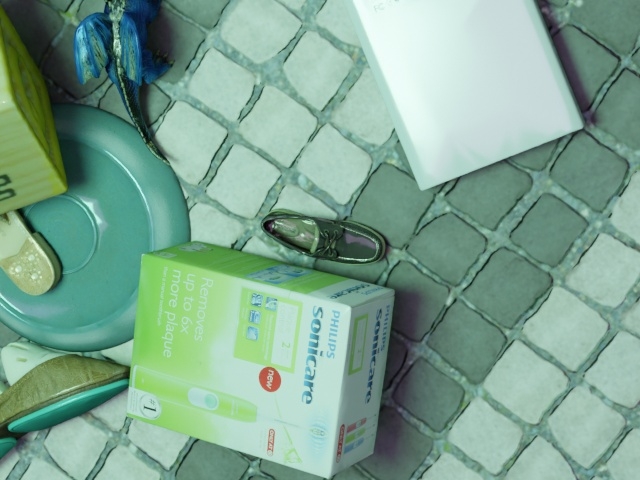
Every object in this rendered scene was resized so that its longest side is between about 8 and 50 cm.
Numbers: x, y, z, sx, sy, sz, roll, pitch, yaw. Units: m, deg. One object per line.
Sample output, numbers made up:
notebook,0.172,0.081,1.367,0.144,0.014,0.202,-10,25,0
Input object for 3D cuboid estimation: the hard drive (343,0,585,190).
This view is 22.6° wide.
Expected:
hard drive,0.151,-0.236,1.824,0.203,0.040,0.307,-21,95,17

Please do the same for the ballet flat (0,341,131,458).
ballet flat,-0.395,0.205,2.021,0.342,0.116,0.124,-33,73,21

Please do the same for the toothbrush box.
toothbrush box,-0.073,0.133,1.875,0.283,0.122,0.206,14,104,25

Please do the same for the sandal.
sandal,-0.418,-0.024,1.942,0.240,0.079,0.088,45,107,3

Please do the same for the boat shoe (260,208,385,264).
boat shoe,0.000,0.000,1.900,0.152,0.049,0.056,11,102,12

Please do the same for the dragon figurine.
dragon figurine,-0.235,-0.225,1.869,0.085,0.144,0.289,2,100,14

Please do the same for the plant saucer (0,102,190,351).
plant saucer,-0.318,-0.011,1.984,0.318,0.044,0.317,3,101,14

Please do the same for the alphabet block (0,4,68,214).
alphabet block,-0.427,-0.143,1.858,0.197,0.193,0.192,-20,58,2
